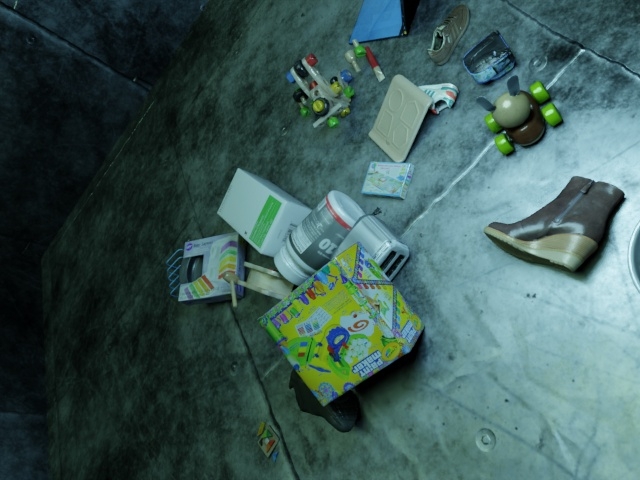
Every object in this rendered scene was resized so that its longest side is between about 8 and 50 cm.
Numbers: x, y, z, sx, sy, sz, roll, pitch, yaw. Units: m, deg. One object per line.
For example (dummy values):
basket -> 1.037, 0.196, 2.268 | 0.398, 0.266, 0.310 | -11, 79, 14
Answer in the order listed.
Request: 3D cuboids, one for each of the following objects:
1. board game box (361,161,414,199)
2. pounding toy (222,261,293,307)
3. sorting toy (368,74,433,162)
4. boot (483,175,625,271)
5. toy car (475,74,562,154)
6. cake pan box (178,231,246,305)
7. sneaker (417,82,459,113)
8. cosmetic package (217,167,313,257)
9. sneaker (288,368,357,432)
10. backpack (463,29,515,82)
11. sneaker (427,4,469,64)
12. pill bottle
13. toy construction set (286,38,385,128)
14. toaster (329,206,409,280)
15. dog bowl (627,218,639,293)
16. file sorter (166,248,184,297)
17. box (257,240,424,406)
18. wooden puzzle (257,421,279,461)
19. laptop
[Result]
board game box -> 0.198, -0.180, 1.567 | 0.154, 0.026, 0.104 | 12, 82, 47
pounding toy -> -0.192, 0.163, 1.720 | 0.269, 0.154, 0.155 | 13, 83, 46
sorting toy -> 0.239, -0.362, 1.571 | 0.193, 0.038, 0.208 | 56, 130, 43
boot -> 0.511, -0.051, 1.174 | 0.248, 0.090, 0.207 | 26, 80, 49
toy car -> 0.449, -0.320, 1.253 | 0.155, 0.188, 0.149 | -33, 52, 31
cake pan box -> -0.405, 0.107, 1.977 | 0.266, 0.070, 0.246 | -9, 63, 24
sneaker -> 0.317, -0.403, 1.521 | 0.161, 0.057, 0.076 | 5, 71, 43
cosmetic package -> -0.190, -0.091, 1.826 | 0.365, 0.155, 0.197 | 34, 101, 48
sneaker -> 0.002, 0.438, 1.460 | 0.286, 0.109, 0.130 | 43, 114, 53
backpack -> 0.447, -0.475, 1.399 | 0.114, 0.084, 0.105 | -32, 52, 26
sneaker -> 0.374, -0.613, 1.544 | 0.066, 0.071, 0.189 | 23, 90, 48
pill bottle -> 0.000, 0.000, 1.591 | 0.283, 0.161, 0.161 | -46, 46, 23
toy construction set -> 0.066, -0.485, 1.738 | 0.308, 0.257, 0.237 | -27, 71, 8
toaster -> 0.143, 0.036, 1.459 | 0.227, 0.129, 0.146 | -53, 48, 12
dog bowl -> 0.693, 0.035, 0.915 | 0.264, 0.104, 0.265 | -21, 59, 39
file sorter -> -0.546, 0.138, 2.128 | 0.118, 0.104, 0.170 | -42, 48, 25
box -> 0.053, 0.210, 1.342 | 0.290, 0.177, 0.279 | -39, 85, 26
wooden puzzle -> -0.161, 0.608, 1.599 | 0.116, 0.014, 0.079 | 25, 91, 47
laptop -> 0.228, -0.881, 1.699 | 0.236, 0.408, 0.382 | 18, 85, 14
